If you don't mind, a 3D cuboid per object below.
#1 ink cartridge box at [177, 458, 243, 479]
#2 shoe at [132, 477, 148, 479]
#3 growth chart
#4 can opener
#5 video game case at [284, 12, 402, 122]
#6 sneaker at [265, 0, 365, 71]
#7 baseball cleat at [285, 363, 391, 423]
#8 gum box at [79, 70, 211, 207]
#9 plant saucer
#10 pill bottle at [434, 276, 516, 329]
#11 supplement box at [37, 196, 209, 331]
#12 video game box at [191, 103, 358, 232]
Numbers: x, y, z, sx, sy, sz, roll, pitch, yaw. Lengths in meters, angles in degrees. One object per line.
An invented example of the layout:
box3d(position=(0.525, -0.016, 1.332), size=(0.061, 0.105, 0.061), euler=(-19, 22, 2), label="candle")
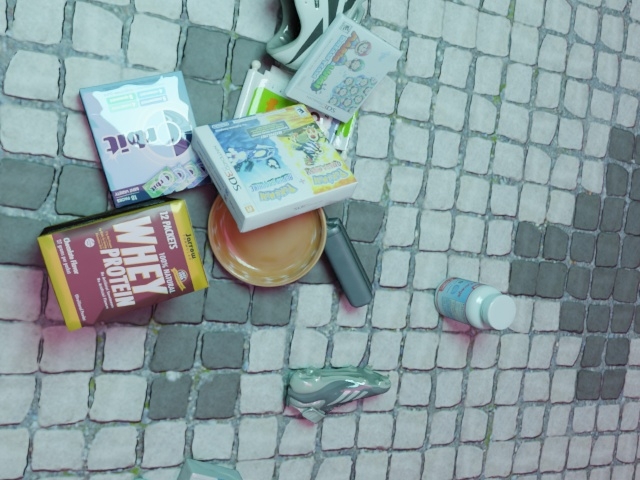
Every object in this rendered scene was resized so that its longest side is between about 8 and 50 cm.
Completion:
box3d(position=(-0.216, 0.484, 0.985), size=(0.104, 0.061, 0.181), euler=(25, 86, -24), label="ink cartridge box")
box3d(position=(-0.302, 0.492, 0.937), size=(0.064, 0.081, 0.177), euler=(9, 92, -24), label="shoe")
box3d(position=(-0.039, -0.220, 1.016), size=(0.237, 0.021, 0.171), euler=(8, 93, -23), label="growth chart")
box3d(position=(0.000, 0.000, 1.040), size=(0.095, 0.076, 0.283), euler=(-23, 106, 12), label="can opener")
box3d(position=(0.038, -0.281, 0.952), size=(0.143, 0.019, 0.157), euler=(15, 128, -40), label="video game case")
box3d(position=(0.009, -0.418, 0.882), size=(0.146, 0.122, 0.330), euler=(2, 122, -34), label="sneaker")
box3d(position=(0.031, 0.290, 1.081), size=(0.206, 0.072, 0.109), euler=(9, 105, -20), label="baseball cleat")
box3d(position=(-0.275, -0.161, 0.906), size=(0.157, 0.041, 0.184), euler=(-18, 102, -22), label="gum box")
box3d(position=(-0.089, -0.021, 0.970), size=(0.200, 0.037, 0.199), euler=(0, 103, 1), label="plant saucer")
box3d(position=(0.303, 0.125, 1.123), size=(0.087, 0.160, 0.087), euler=(-3, 96, -24), label="pill bottle")
box3d(position=(-0.289, 0.022, 0.834), size=(0.191, 0.194, 0.129), euler=(-18, 102, -21), label="supplement box")
box3d(position=(-0.073, -0.122, 0.907), size=(0.205, 0.048, 0.187), euler=(-20, 67, -27), label="video game box")
